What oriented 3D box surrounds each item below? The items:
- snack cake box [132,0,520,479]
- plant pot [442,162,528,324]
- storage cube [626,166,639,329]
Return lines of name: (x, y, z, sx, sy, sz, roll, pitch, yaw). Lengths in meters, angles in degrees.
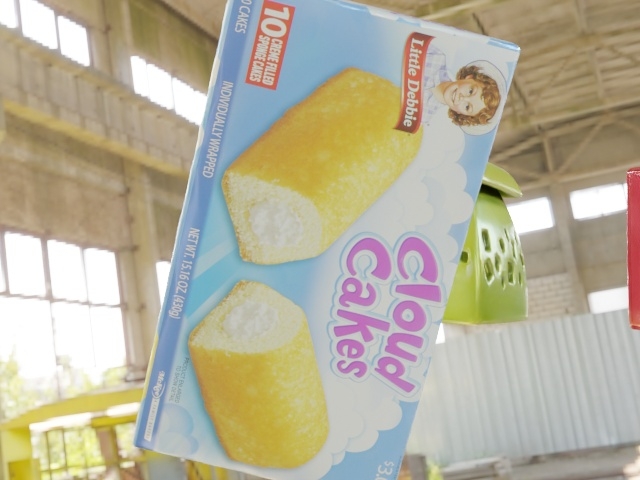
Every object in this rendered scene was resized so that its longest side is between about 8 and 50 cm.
snack cake box: (0.000, 0.000, 0.557, 0.152, 0.264, 0.089, 14, 13, -1)
plant pot: (0.138, -0.001, 1.269, 0.228, 0.207, 0.227, 3, -2, 26)
storage cube: (0.471, 0.009, 1.074, 0.184, 0.215, 0.193, -2, 0, -22)
